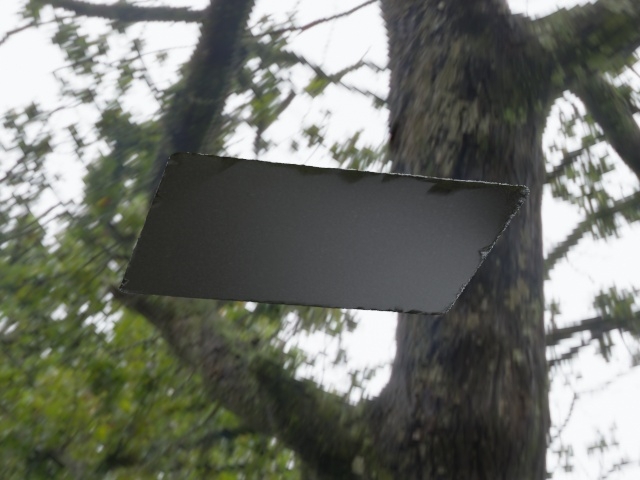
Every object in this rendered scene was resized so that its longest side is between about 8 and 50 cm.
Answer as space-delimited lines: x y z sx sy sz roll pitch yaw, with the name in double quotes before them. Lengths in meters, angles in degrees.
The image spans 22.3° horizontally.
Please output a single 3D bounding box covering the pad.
"pad" 0.000 0.000 0.944 0.211 0.003 0.143 6 -36 -18
